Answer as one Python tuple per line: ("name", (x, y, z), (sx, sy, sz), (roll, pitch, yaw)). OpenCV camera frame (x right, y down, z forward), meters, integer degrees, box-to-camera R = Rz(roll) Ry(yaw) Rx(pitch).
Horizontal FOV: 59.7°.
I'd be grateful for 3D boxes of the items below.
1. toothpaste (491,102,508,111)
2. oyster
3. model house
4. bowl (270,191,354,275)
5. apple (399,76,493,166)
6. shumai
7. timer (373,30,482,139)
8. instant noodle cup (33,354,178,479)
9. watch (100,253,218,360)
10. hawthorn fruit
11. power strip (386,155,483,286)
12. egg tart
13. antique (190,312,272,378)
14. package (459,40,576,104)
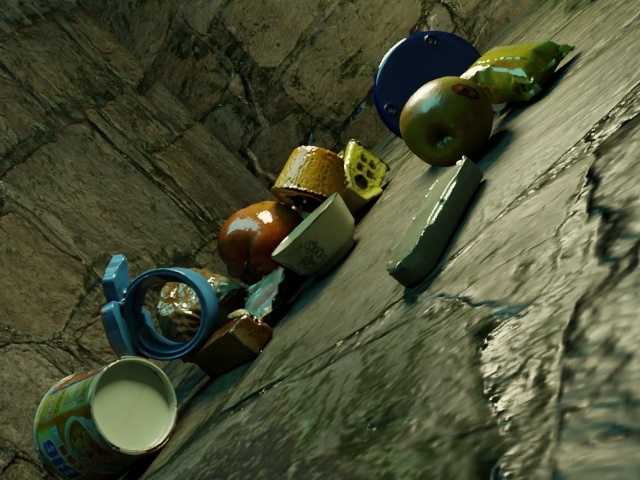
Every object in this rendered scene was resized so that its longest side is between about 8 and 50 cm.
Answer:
("toothpaste", (0.425, -0.345, 1.269), (0.071, 0.045, 0.193), (-27, 13, 44))
("oyster", (-0.159, 0.174, 1.473), (0.259, 0.092, 0.198), (-37, 20, 33))
("model house", (0.092, -0.151, 1.726), (0.193, 0.174, 0.234), (-38, 29, 42))
("bowl", (0.000, 0.000, 1.405), (0.238, 0.126, 0.238), (-45, 6, 6))
("apple", (0.245, -0.228, 1.087), (0.182, 0.182, 0.155), (-40, 16, 38))
("shumai", (-0.330, 0.179, 1.682), (0.262, 0.267, 0.314), (-39, 49, 31))
("timer", (0.287, -0.358, 1.479), (0.270, 0.270, 0.383), (-44, -7, 7))
("instant noodle cup", (-0.490, 0.416, 1.325), (0.214, 0.296, 0.296), (-32, 12, 32))
("watch", (-0.427, 0.163, 1.494), (0.274, 0.306, 0.241), (-16, 1, 3))
("hawthorn fruit", (-0.146, 0.000, 1.657), (0.277, 0.277, 0.298), (-36, 19, 55))
("power strip", (0.173, -0.031, 0.843), (0.080, 0.048, 0.286), (-42, 7, 47))
("egg tart", (-0.027, -0.164, 1.579), (0.215, 0.215, 0.171), (157, 128, -74))
("antique", (-0.220, 0.258, 1.376), (0.093, 0.087, 0.310), (-48, 6, -35))
("package", (0.379, -0.336, 1.128), (0.168, 0.090, 0.226), (-46, 32, -20))
